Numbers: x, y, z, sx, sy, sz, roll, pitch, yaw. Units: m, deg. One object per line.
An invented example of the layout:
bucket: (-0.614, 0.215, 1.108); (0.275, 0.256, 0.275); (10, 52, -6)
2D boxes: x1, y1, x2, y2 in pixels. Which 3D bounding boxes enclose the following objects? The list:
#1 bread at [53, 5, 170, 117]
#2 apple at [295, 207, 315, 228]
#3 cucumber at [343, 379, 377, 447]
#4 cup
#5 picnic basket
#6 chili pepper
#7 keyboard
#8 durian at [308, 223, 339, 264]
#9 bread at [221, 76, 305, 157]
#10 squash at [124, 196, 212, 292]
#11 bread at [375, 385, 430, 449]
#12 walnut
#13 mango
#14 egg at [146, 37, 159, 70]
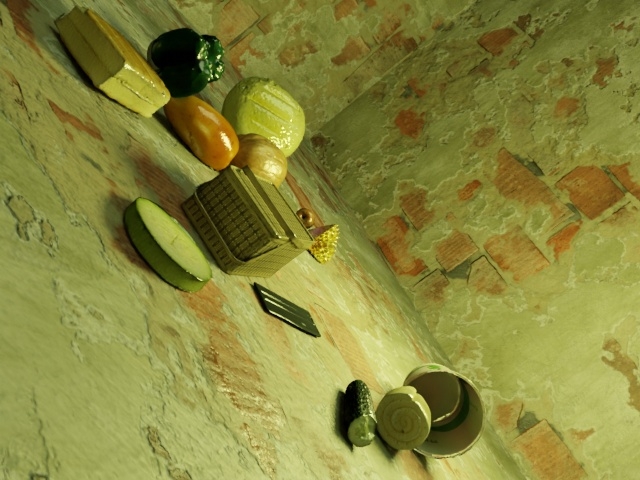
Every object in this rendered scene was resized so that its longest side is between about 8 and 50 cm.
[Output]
bread: (-0.518, -0.449, 1.652); (0.246, 0.111, 0.239); (52, 7, 17)
apple: (-0.060, -0.081, 2.474); (0.084, 0.084, 0.071); (56, 3, 18)
cucumber: (0.090, 0.396, 1.562); (0.074, 0.074, 0.241); (50, 9, -12)
cup: (0.342, 0.484, 1.946); (0.253, 0.253, 0.274); (53, 3, 3)
picnic basket: (-0.166, -0.044, 1.635); (0.228, 0.175, 0.313); (55, 11, 14)
chili pepper: (-0.388, -0.482, 1.788); (0.165, 0.261, 0.174); (-42, 122, -46)
keyboard: (-0.052, 0.198, 1.729); (0.381, 0.041, 0.103); (28, 26, -51)
durian: (0.000, -0.001, 2.412); (0.132, 0.165, 0.182); (22, -15, 2)
bread: (-0.213, -0.437, 2.401); (0.320, 0.320, 0.237); (49, -13, -19)
squash: (-0.298, 0.009, 1.292); (0.219, 0.041, 0.219); (50, 6, -7)
bread: (0.216, 0.462, 1.713); (0.148, 0.134, 0.141); (66, 9, 10)
walnut: (-0.214, -0.244, 2.096); (0.222, 0.195, 0.195); (26, 27, -51)
mango: (-0.353, -0.336, 1.914); (0.187, 0.138, 0.257); (45, -2, 39)
egg: (-0.478, -0.572, 2.125); (0.198, 0.146, 0.146); (46, 9, 14)
